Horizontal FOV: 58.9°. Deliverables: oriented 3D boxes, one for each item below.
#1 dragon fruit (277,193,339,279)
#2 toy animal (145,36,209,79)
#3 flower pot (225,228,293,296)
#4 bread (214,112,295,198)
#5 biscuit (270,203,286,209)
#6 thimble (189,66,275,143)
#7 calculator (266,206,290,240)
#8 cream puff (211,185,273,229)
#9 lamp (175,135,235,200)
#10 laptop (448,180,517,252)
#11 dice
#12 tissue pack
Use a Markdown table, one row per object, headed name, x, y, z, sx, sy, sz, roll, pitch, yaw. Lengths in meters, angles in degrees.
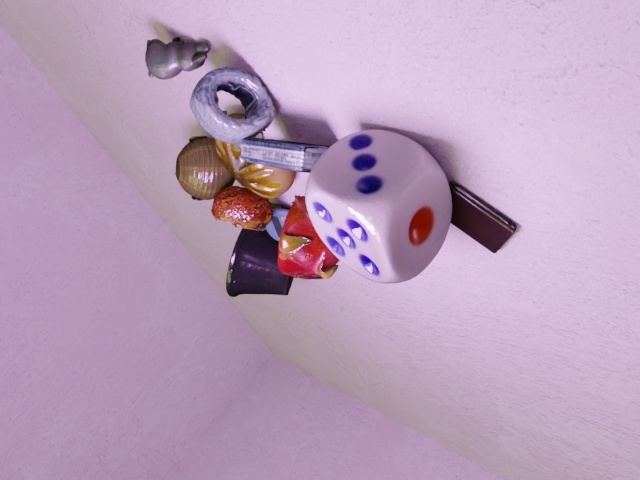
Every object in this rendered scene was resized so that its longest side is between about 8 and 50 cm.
| name | x | y | z | sx | sy | sz | roll | pitch | yaw |
| --- | --- | --- | --- | --- | --- | --- | --- | --- | --- |
| dragon fruit | 0.000 | 0.000 | 1.935 | 0.225 | 0.306 | 0.305 | 13 | 150 | 11 |
| toy animal | -0.442 | -0.585 | 1.825 | 0.251 | 0.125 | 0.127 | 10 | 117 | 27 |
| flower pot | -0.224 | 0.088 | 2.442 | 0.250 | 0.380 | 0.379 | 17 | 152 | 10 |
| bread | -0.242 | -0.280 | 1.976 | 0.333 | 0.160 | 0.333 | 35 | 158 | 17 |
| biscuit | -0.205 | -0.118 | 2.345 | 0.188 | 0.052 | 0.056 | 10 | 154 | 50 |
| thimble | -0.269 | -0.406 | 1.733 | 0.250 | 0.205 | 0.172 | 21 | 165 | -23 |
| calculator | -0.132 | -0.056 | 2.259 | 0.302 | 0.042 | 0.188 | 11 | 143 | 25 |
| cream puff | -0.289 | -0.122 | 2.130 | 0.239 | 0.164 | 0.240 | 17 | 170 | 3 |
| lamp | -0.418 | -0.282 | 2.209 | 0.250 | 0.284 | 0.251 | 177 | 90 | -68 |
| laptop | 0.405 | -0.060 | 1.498 | 0.207 | 0.026 | 0.154 | 38 | 159 | 13 |
| dice | 0.153 | -0.090 | 1.502 | 0.304 | 0.277 | 0.304 | 28 | 154 | 41 |
| tissue pack | -0.088 | -0.257 | 1.712 | 0.257 | 0.185 | 0.081 | 15 | 106 | 37 |
